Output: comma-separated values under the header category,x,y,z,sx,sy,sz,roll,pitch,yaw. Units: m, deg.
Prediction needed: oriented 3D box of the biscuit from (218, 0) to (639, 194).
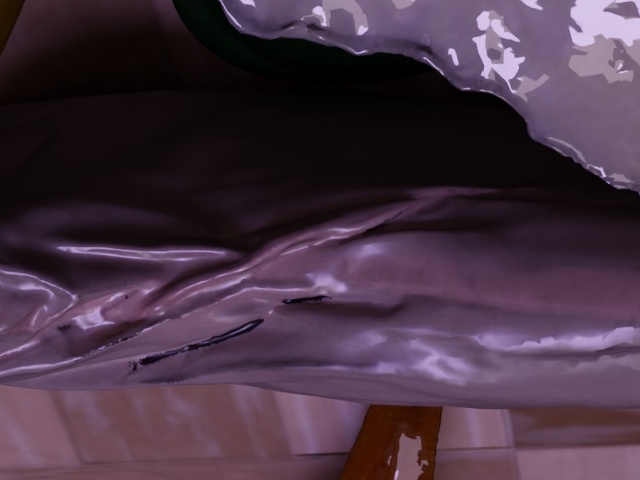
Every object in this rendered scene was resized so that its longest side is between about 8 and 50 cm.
category,x,y,z,sx,sy,sz,roll,pitch,yaw
biscuit,0.023,-0.114,0.434,0.188,0.040,0.265,-28,108,27

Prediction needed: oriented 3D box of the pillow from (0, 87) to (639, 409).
category,x,y,z,sx,sy,sz,roll,pitch,yaw
pillow,0.000,0.000,0.540,0.270,0.173,0.067,0,110,5

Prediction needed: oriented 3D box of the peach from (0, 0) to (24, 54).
category,x,y,z,sx,sy,sz,roll,pitch,yaw
peach,-0.195,-0.107,0.353,0.308,0.307,0.332,12,155,-7

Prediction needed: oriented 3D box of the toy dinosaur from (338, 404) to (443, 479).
category,x,y,z,sx,sy,sz,roll,pitch,yaw
toy dinosaur,-0.003,0.183,0.801,0.208,0.097,0.432,36,127,-18

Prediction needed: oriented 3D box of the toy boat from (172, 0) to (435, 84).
category,x,y,z,sx,sy,sz,roll,pitch,yaw
toy boat,0.036,-0.101,0.499,0.104,0.052,0.210,33,133,-23
